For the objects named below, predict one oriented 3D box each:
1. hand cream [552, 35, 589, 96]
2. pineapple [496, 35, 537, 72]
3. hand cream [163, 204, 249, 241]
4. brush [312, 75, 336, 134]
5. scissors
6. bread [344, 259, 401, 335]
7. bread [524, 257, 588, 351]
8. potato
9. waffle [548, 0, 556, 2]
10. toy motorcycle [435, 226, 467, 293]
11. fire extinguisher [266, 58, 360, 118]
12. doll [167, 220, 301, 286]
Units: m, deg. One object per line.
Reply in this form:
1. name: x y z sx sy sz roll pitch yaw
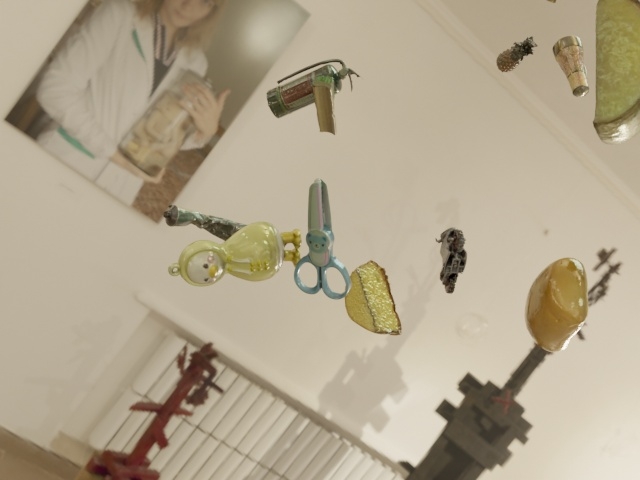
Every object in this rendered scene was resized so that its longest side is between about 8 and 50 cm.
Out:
1. hand cream: 0.733 -0.498 1.804 0.084 0.084 0.203 36 42 -42
2. pineapple: 0.630 -0.595 1.992 0.074 0.074 0.159 37 -21 -9
3. hand cream: -0.265 -0.031 1.478 0.248 0.075 0.052 21 51 -46
4. brush: 0.015 -0.365 1.705 0.054 0.048 0.282 13 -15 8
5. scissors: 0.000 0.000 1.247 0.125 0.256 0.030 10 29 24
6. bread: 0.156 0.204 2.015 0.129 0.134 0.260 0 62 -37
7. bread: 0.457 0.129 1.230 0.098 0.147 0.217 8 -32 10
8. potato: 0.614 -0.309 1.231 0.112 0.269 0.255 2 -12 31
9. waffle: 0.509 -0.608 1.383 0.092 0.135 0.021 36 41 23
10. toy motorcycle: 0.388 0.051 1.873 0.080 0.215 0.122 1 32 -5
11. fire extinguisher: -0.017 -0.456 1.845 0.093 0.294 0.118 -26 97 -66
12. doll: -0.182 0.040 1.362 0.117 0.296 0.141 48 -35 42
